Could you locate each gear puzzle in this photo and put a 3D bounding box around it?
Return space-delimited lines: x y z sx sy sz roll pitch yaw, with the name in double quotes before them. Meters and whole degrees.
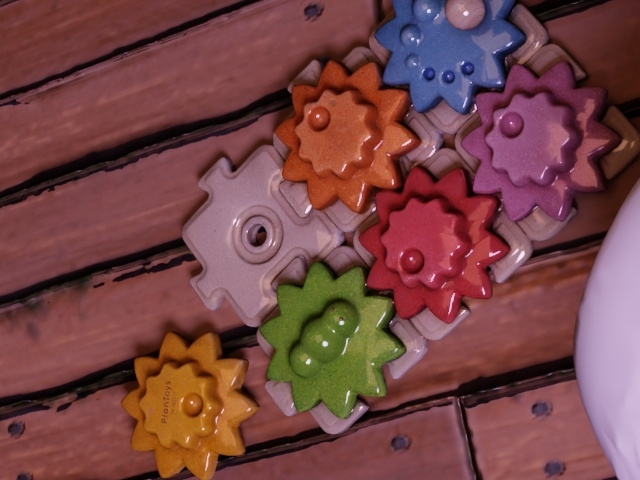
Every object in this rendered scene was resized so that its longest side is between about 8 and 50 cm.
"gear puzzle" 0.000 0.000 0.978 0.339 0.044 0.175 -45 67 17

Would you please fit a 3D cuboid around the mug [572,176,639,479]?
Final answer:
"mug" 0.306 0.041 0.702 0.328 0.276 0.374 34 78 32
